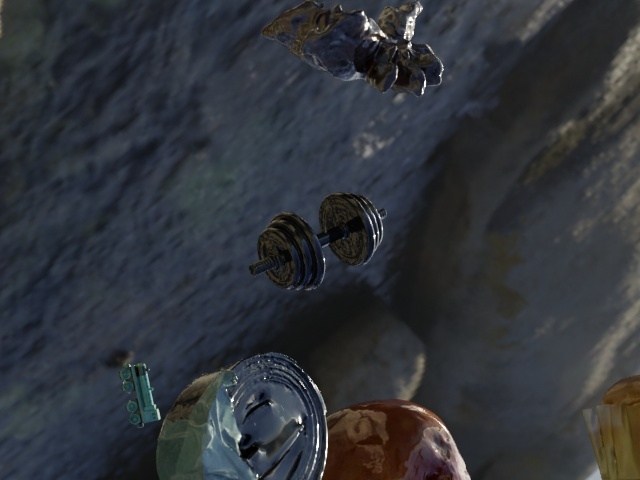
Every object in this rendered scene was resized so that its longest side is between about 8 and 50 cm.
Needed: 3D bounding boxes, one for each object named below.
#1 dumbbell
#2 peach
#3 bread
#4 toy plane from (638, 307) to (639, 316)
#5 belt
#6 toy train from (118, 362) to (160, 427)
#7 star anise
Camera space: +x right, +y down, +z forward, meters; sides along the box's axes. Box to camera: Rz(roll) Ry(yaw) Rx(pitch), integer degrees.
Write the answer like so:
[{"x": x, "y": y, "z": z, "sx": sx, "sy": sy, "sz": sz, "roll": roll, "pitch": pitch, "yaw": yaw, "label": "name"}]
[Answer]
[{"x": 0.000, "y": 0.000, "z": 1.419, "sx": 0.209, "sy": 0.099, "sz": 0.099, "roll": -24, "pitch": 155, "yaw": -34, "label": "dumbbell"}, {"x": 0.110, "y": 0.437, "z": 1.984, "sx": 0.302, "sy": 0.342, "sz": 0.343, "roll": -31, "pitch": 173, "yaw": 38, "label": "peach"}, {"x": 0.358, "y": 0.161, "z": 0.999, "sx": 0.241, "sy": 0.107, "sz": 0.136, "roll": -7, "pitch": 173, "yaw": 43, "label": "bread"}, {"x": 0.559, "y": 0.141, "z": 1.784, "sx": 0.162, "sy": 0.171, "sz": 0.065, "roll": 8, "pitch": 96, "yaw": -52, "label": "toy plane"}, {"x": -0.070, "y": 0.191, "z": 1.092, "sx": 0.078, "sy": 0.151, "sz": 0.198, "roll": -23, "pitch": -160, "yaw": 36, "label": "belt"}, {"x": -0.253, "y": 0.214, "z": 1.642, "sx": 0.045, "sy": 0.092, "sz": 0.029, "roll": -12, "pitch": 177, "yaw": -7, "label": "toy train"}, {"x": 0.057, "y": -0.257, "z": 1.511, "sx": 0.258, "sy": 0.198, "sz": 0.110, "roll": -1, "pitch": 123, "yaw": -36, "label": "star anise"}]
